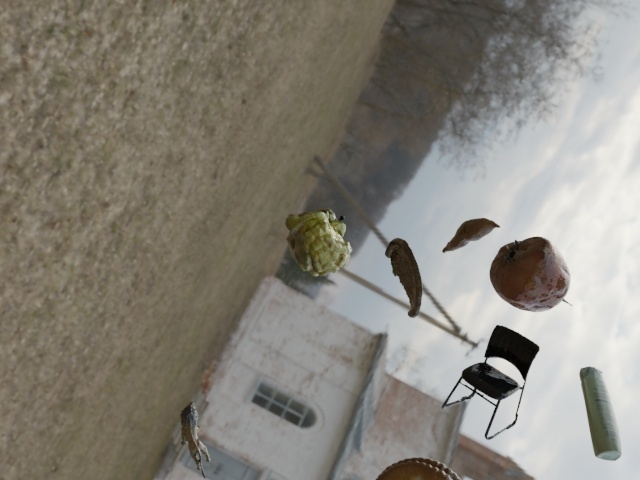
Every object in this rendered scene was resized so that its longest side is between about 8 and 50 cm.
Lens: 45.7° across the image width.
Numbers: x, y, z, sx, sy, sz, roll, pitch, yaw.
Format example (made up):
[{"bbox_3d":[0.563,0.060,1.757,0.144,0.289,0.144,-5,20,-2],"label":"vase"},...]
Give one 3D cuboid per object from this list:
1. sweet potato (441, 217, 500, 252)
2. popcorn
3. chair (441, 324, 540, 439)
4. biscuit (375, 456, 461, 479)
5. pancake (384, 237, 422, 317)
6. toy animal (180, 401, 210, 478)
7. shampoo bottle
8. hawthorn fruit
[{"bbox_3d":[0.408,-0.019,2.138,0.226,0.068,0.068,-32,-157,48],"label":"sweet potato"},{"bbox_3d":[-0.002,0.000,2.114,0.169,0.189,0.218,-18,-178,-15],"label":"popcorn"},{"bbox_3d":[0.409,0.328,1.795,0.145,0.140,0.221,-7,120,-49],"label":"chair"},{"bbox_3d":[0.204,0.563,1.584,0.220,0.220,0.066,-63,169,7],"label":"biscuit"},{"bbox_3d":[0.198,0.083,1.814,0.190,0.020,0.184,-127,-150,-57],"label":"pancake"},{"bbox_3d":[-0.365,0.579,2.189,0.069,0.220,0.086,-16,172,-21],"label":"toy animal"},{"bbox_3d":[0.628,0.386,1.707,0.049,0.072,0.212,118,-18,-46],"label":"shampoo bottle"},{"bbox_3d":[0.416,0.078,1.453,0.149,0.189,0.149,-47,175,-5],"label":"hawthorn fruit"}]
